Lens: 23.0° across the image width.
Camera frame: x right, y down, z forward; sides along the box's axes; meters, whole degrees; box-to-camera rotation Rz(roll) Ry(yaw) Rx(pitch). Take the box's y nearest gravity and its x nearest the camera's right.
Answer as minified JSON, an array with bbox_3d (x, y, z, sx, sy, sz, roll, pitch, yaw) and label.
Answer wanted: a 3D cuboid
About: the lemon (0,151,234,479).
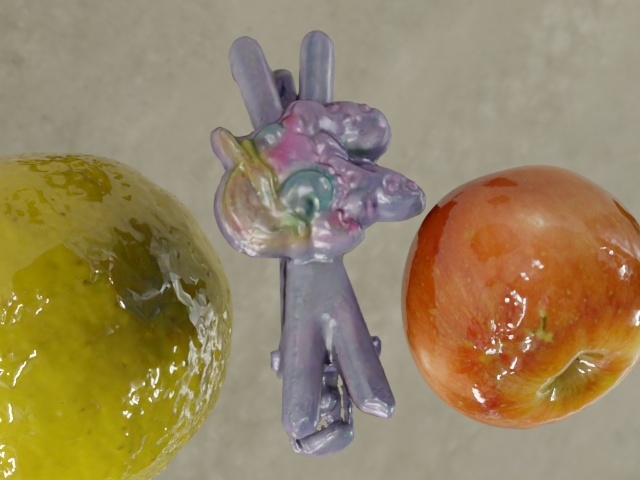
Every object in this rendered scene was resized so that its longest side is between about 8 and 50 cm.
[{"bbox_3d":[-0.192,0.070,1.061,0.310,0.253,0.254,-36,147,-52],"label":"lemon"}]

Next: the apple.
[{"bbox_3d":[0.128,0.032,0.978,0.163,0.139,0.163,-21,148,-14],"label":"apple"}]

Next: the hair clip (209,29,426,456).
[{"bbox_3d":[0.002,0.003,0.999,0.137,0.090,0.279,-7,92,-8],"label":"hair clip"}]
